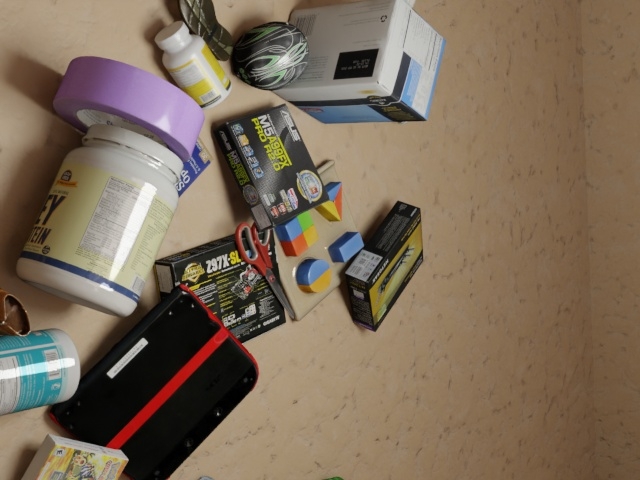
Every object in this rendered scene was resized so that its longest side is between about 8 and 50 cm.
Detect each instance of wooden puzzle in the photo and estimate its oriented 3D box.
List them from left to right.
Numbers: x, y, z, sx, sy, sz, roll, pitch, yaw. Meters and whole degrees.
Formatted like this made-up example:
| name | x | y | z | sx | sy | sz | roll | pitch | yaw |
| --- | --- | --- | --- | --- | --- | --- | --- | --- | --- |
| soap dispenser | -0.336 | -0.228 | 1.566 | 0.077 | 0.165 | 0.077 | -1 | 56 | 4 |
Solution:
| name | x | y | z | sx | sy | sz | roll | pitch | yaw |
| --- | --- | --- | --- | --- | --- | --- | --- | --- | --- |
| wooden puzzle | 0.000 | 0.000 | 2.107 | 0.322 | 0.081 | 0.347 | -40 | 123 | -38 |

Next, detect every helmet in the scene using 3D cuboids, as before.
| name | x | y | z | sx | sy | sz | roll | pitch | yaw |
| --- | --- | --- | --- | --- | --- | --- | --- | --- | --- |
| helmet | -0.112 | -0.438 | 1.861 | 0.169 | 0.162 | 0.169 | -8 | 101 | -47 |

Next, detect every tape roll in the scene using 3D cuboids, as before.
| name | x | y | z | sx | sy | sz | roll | pitch | yaw |
| --- | --- | --- | --- | --- | --- | --- | --- | --- | --- |
| tape roll | -0.369 | -0.247 | 1.516 | 0.275 | 0.275 | 0.090 | 31 | 73 | -46 |

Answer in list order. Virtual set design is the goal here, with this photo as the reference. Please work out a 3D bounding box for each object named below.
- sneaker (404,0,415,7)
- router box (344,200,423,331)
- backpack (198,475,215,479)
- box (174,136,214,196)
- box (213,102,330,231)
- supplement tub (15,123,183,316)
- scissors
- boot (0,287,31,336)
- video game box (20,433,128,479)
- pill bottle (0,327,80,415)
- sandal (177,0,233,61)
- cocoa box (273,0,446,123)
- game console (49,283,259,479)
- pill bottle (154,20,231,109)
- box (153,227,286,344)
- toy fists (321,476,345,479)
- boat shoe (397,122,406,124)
| name | x | y | z | sx | sy | sz | roll | pitch | yaw |
| --- | --- | --- | --- | --- | --- | --- | --- | --- | --- |
| sneaker | 0.147 | -0.792 | 2.144 | 0.150 | 0.135 | 0.365 | -31 | 109 | -33 |
| router box | 0.193 | 0.075 | 2.276 | 0.309 | 0.081 | 0.243 | -52 | 150 | -30 |
| backpack | -0.274 | 0.636 | 1.883 | 0.114 | 0.084 | 0.105 | -43 | 127 | -40 |
| box | -0.344 | -0.159 | 1.737 | 0.225 | 0.037 | 0.136 | -53 | 130 | -28 |
| box | -0.115 | -0.180 | 1.898 | 0.216 | 0.060 | 0.270 | -27 | 94 | -45 |
| supplement tub | -0.418 | -0.037 | 1.519 | 0.235 | 0.235 | 0.324 | 34 | 70 | -45 |
| scissors | -0.135 | 0.084 | 1.901 | 0.109 | 0.021 | 0.297 | -35 | 120 | -43 |
| boot | -0.601 | 0.090 | 1.393 | 0.073 | 0.152 | 0.197 | -51 | 129 | -31 |
| video game box | -0.518 | 0.507 | 1.585 | 0.187 | 0.048 | 0.205 | 31 | 88 | -47 |
| pill bottle | -0.591 | 0.248 | 1.432 | 0.264 | 0.146 | 0.146 | -4 | 98 | -47 |
| sandal | -0.268 | -0.491 | 1.766 | 0.090 | 0.060 | 0.219 | -63 | 149 | -13 |
| cocoa box | 0.095 | -0.437 | 1.954 | 0.228 | 0.347 | 0.231 | 24 | 77 | -48 |
| game console | -0.344 | 0.329 | 1.720 | 0.386 | 0.060 | 0.342 | -46 | 124 | -13 |
| pill bottle | -0.282 | -0.386 | 1.723 | 0.103 | 0.103 | 0.184 | -56 | 131 | -27 |
| box | -0.230 | 0.128 | 1.871 | 0.322 | 0.079 | 0.257 | -22 | 109 | -44 |
| toy fists | 0.022 | 0.816 | 2.232 | 0.142 | 0.096 | 0.279 | 22 | 77 | -58 |
| boat shoe | 0.205 | -0.441 | 2.286 | 0.070 | 0.078 | 0.219 | -30 | 108 | -43 |
